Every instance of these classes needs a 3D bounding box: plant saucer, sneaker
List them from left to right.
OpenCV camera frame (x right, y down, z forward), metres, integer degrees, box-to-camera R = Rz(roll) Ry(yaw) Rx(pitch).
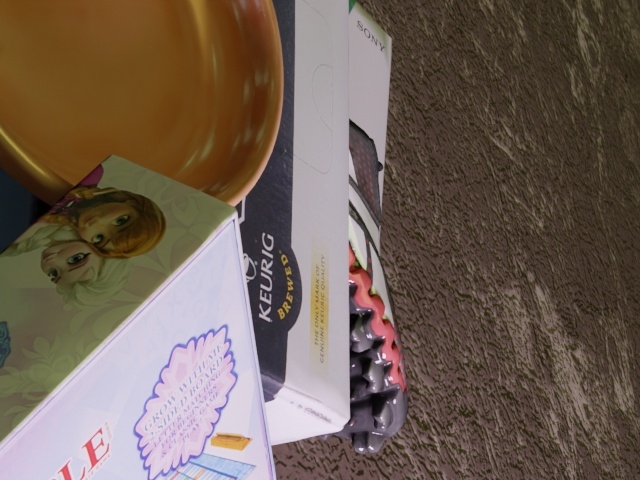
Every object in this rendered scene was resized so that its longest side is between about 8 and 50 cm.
[{"bbox_3d":[-0.095,-0.095,0.678,0.200,0.037,0.200,23,58,-43],"label":"plant saucer"},{"bbox_3d":[0.000,0.000,1.067,0.135,0.097,0.276,-42,112,-53],"label":"sneaker"}]

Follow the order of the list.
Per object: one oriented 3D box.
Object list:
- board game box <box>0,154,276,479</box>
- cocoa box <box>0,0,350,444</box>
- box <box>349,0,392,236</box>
[{"bbox_3d":[-0.132,0.183,0.617,0.319,0.066,0.318,-46,147,-34],"label":"board game box"},{"bbox_3d":[-0.137,-0.075,0.845,0.228,0.231,0.347,29,53,-47],"label":"cocoa box"},{"bbox_3d":[-0.035,-0.072,1.190,0.232,0.058,0.322,39,46,-46],"label":"box"}]
